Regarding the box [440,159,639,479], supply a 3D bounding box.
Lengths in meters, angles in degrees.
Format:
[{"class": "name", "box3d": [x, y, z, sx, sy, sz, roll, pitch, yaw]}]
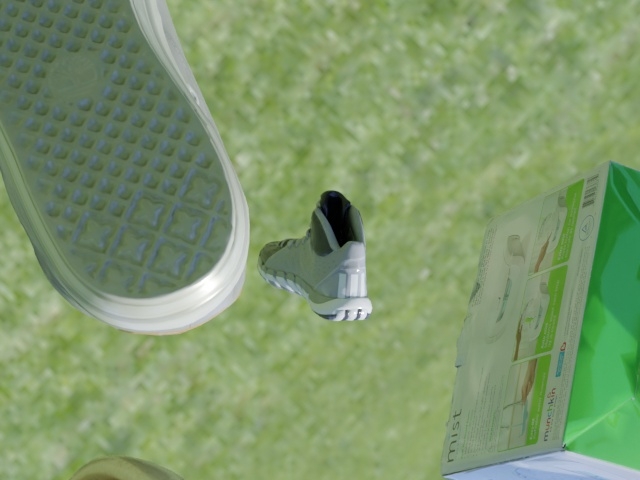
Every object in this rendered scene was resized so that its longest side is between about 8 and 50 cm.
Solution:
[{"class": "box", "box3d": [0.226, 0.090, 1.636, 0.231, 0.127, 0.262, 148, -43, -64]}]

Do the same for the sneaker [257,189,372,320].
[{"class": "sneaker", "box3d": [0.000, 0.000, 2.095, 0.086, 0.229, 0.132, -4, 107, -27]}]

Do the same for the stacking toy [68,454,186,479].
[{"class": "stacking toy", "box3d": [-0.258, 0.286, 0.792, 0.480, 0.350, 0.350, -3, 147, -26]}]

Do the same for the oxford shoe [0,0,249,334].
[{"class": "oxford shoe", "box3d": [-0.160, -0.122, 1.166, 0.169, 0.449, 0.130, -21, 155, -6]}]
